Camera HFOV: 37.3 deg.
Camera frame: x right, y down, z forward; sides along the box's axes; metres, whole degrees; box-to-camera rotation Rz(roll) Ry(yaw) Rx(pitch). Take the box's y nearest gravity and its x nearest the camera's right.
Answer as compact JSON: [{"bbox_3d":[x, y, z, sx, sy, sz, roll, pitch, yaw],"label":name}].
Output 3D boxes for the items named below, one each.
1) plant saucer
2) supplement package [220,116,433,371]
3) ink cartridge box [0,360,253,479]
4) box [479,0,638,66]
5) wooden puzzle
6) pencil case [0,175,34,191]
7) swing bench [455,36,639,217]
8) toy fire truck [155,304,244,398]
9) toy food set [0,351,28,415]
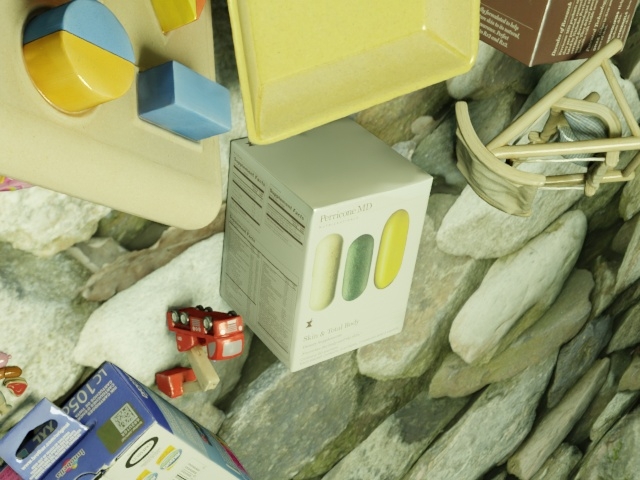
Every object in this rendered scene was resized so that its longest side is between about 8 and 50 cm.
[{"bbox_3d":[0.029,-0.312,1.099,0.333,0.081,0.333,-23,132,-20],"label":"plant saucer"},{"bbox_3d":[0.000,0.000,1.314,0.199,0.198,0.262,-16,130,-32],"label":"supplement package"},{"bbox_3d":[-0.293,0.358,1.369,0.270,0.151,0.395,-45,141,-6],"label":"ink cartridge box"},{"bbox_3d":[0.329,-0.363,1.347,0.203,0.168,0.167,-14,130,-34],"label":"box"},{"bbox_3d":[-0.184,-0.208,0.906,0.322,0.080,0.348,20,66,-58],"label":"wooden puzzle"},{"bbox_3d":[-0.313,-0.181,0.878,0.124,0.124,0.284,-24,107,-27],"label":"pencil case"},{"bbox_3d":[0.336,-0.140,1.402,0.255,0.165,0.253,-22,169,5],"label":"swing bench"},{"bbox_3d":[-0.171,0.162,1.336,0.047,0.192,0.135,-11,99,-37],"label":"toy fire truck"},{"bbox_3d":[-0.419,0.180,1.217,0.078,0.019,0.122,-44,140,-5],"label":"toy food set"}]
